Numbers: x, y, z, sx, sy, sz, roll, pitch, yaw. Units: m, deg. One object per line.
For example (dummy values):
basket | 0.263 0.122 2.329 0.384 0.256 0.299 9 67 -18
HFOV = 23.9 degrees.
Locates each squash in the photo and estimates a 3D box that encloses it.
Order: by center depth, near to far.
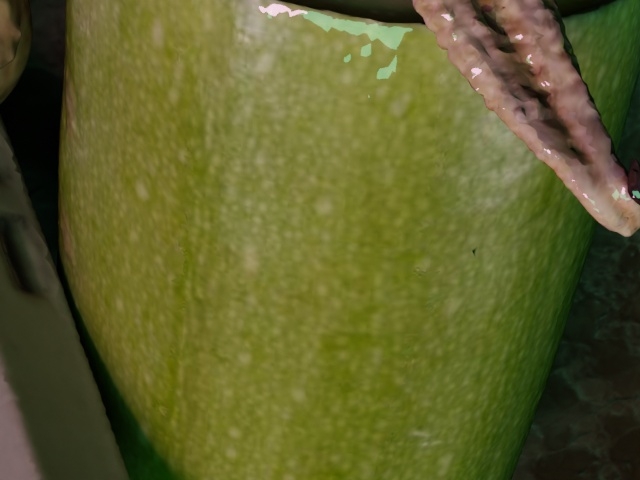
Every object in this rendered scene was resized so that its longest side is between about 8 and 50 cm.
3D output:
squash | 0.000 0.000 0.745 0.263 0.263 0.384 5 125 -7

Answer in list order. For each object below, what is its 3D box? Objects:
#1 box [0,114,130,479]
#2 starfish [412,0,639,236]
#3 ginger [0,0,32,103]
box | -0.274 0.104 0.753 0.367 0.373 0.090 -36 149 21
starfish | 0.043 -0.217 0.544 0.398 0.383 0.132 35 142 -28
ginger | -0.218 -0.218 0.584 0.256 0.176 0.375 -28 89 56
